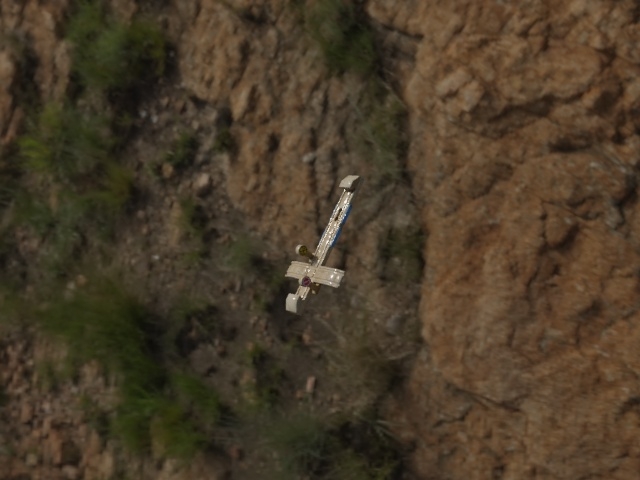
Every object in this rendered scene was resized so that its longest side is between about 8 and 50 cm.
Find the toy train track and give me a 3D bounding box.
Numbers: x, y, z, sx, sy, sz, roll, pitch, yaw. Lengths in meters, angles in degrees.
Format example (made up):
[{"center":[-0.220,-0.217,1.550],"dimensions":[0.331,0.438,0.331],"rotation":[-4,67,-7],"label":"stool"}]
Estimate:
[{"center":[0.000,0.000,0.534],"dimensions":[0.048,0.014,0.083],"rotation":[8,69,52],"label":"toy train track"}]
